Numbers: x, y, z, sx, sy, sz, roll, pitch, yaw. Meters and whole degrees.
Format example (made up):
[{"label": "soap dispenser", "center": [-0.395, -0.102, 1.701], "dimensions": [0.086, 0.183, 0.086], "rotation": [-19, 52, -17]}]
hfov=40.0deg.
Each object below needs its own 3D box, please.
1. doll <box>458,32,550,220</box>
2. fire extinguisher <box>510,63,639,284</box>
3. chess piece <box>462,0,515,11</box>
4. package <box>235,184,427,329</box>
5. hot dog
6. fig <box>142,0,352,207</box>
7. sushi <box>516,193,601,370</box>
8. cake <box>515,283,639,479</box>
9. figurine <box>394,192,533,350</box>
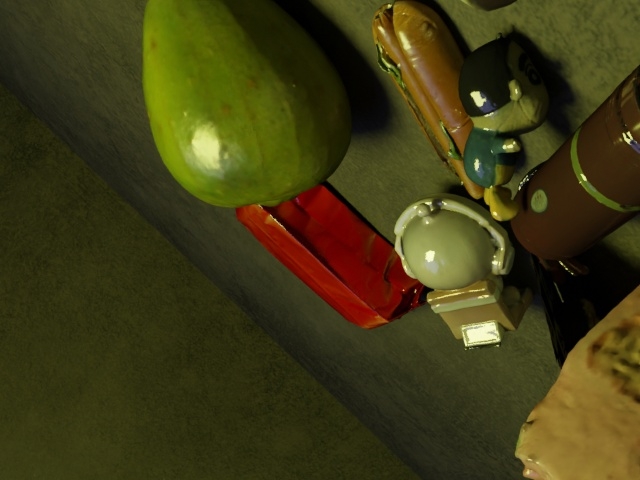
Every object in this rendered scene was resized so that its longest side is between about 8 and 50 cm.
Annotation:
[{"label": "doll", "center": [0.183, -0.115, 0.869], "dimensions": [0.102, 0.089, 0.179], "rotation": [-84, -14, -69]}, {"label": "fire extinguisher", "center": [0.268, -0.045, 0.828], "dimensions": [0.141, 0.105, 0.341], "rotation": [59, 163, 12]}, {"label": "chess piece", "center": [0.049, -0.315, 0.645], "dimensions": [0.300, 0.167, 0.167], "rotation": [42, 164, 23]}, {"label": "package", "center": [0.001, 0.000, 1.551], "dimensions": [0.423, 0.123, 0.196], "rotation": [44, 161, -3]}, {"label": "hot dog", "center": [0.133, -0.152, 0.967], "dimensions": [0.249, 0.068, 0.100], "rotation": [53, 162, -26]}, {"label": "fig", "center": [-0.107, -0.200, 1.141], "dimensions": [0.326, 0.258, 0.258], "rotation": [63, 161, -4]}, {"label": "sushi", "center": [0.318, 0.117, 1.050], "dimensions": [0.290, 0.050, 0.264], "rotation": [56, -157, -39]}, {"label": "cake", "center": [0.392, 0.230, 0.864], "dimensions": [0.293, 0.307, 0.314], "rotation": [26, 156, 49]}, {"label": "figurine", "center": [0.192, 0.026, 1.186], "dimensions": [0.162, 0.141, 0.237], "rotation": [-15, 121, 38]}]
